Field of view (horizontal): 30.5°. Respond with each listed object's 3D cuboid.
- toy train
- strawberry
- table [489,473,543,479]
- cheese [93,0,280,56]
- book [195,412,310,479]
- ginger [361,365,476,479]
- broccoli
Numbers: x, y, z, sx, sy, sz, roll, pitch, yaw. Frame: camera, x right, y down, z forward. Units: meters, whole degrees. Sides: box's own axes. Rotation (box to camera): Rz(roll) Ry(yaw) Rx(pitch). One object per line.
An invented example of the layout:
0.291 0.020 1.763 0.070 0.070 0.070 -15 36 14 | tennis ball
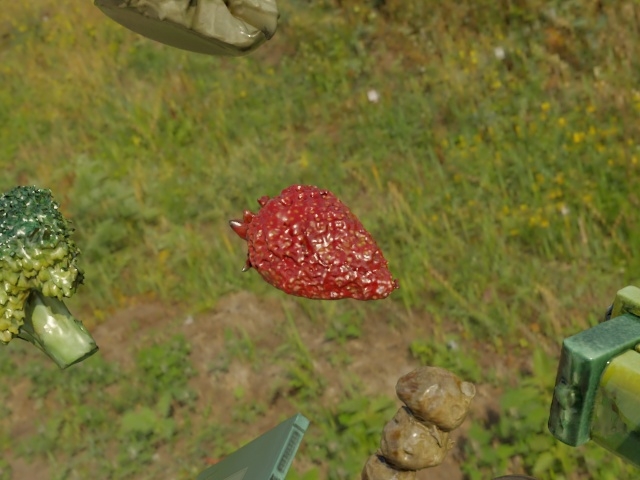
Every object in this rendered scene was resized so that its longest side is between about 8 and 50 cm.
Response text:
0.407 0.170 1.133 0.253 0.160 0.397 -18 36 -36 | toy train
-0.008 0.010 1.615 0.174 0.098 0.228 -30 48 -22 | strawberry
0.148 0.333 1.139 0.167 0.167 0.226 2 4 37 | table
-0.148 -0.269 1.324 0.202 0.091 0.175 17 -3 -13 | cheese
-0.157 0.408 1.532 0.264 0.031 0.379 -35 18 43 | book
0.118 0.250 1.502 0.104 0.204 0.080 18 23 -12 | ginger
-0.290 0.046 1.169 0.219 0.194 0.194 -29 12 50 | broccoli
